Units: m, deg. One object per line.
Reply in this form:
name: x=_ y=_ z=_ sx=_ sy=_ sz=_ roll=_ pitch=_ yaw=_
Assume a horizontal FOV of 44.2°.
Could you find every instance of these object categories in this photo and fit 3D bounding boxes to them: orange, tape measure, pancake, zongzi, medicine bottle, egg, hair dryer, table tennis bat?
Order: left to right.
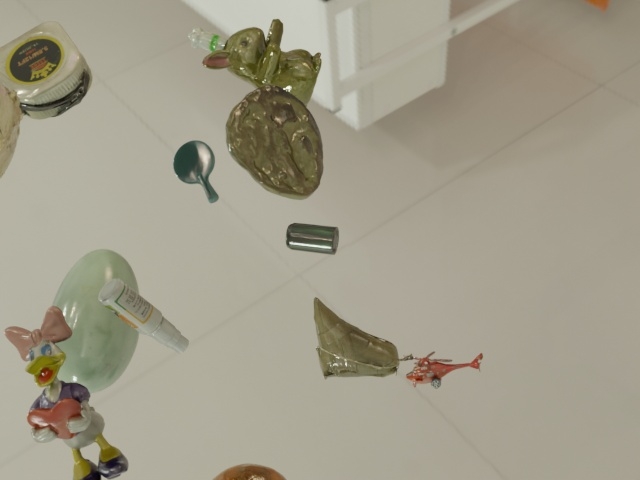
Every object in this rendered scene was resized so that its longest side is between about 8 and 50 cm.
tape measure: x=-0.718 y=-0.398 z=1.988 sx=0.231 sy=0.271 sz=0.133 roll=54 pitch=169 yaw=25
egg: x=-0.570 y=0.202 z=1.998 sx=0.230 sy=0.230 sz=0.370 roll=145 pitch=136 yaw=-69
medicine bottle: x=-0.370 y=0.161 z=1.654 sx=0.220 sy=0.061 sz=0.092 roll=45 pitch=166 yaw=-32
table tennis bat: x=-0.334 y=-0.186 z=2.165 sx=0.201 sy=0.124 sz=0.033 roll=59 pitch=-171 yaw=20
orange: x=-0.191 y=0.707 z=2.110 sx=0.171 sy=0.240 sz=0.240 roll=-101 pitch=-7 yaw=-58
pancake: x=-0.103 y=-0.236 z=1.877 sx=0.049 sy=0.294 sz=0.294 roll=-29 pitch=92 yaw=48
hair dryer: x=0.000 y=0.000 z=1.621 sx=0.198 sy=0.101 sz=0.056 roll=16 pitch=-98 yaw=-76
zongzi: x=0.082 y=0.184 z=1.533 sx=0.081 sy=0.189 sz=0.178 roll=-77 pitch=-17 yaw=-64

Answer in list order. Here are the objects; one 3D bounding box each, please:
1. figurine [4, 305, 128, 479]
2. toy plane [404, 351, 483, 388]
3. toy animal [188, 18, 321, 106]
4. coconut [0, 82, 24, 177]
figurine: x=-0.567 y=0.366 z=1.774 sx=0.193 sy=0.154 sz=0.420 roll=-99 pitch=-16 yaw=-79
toy plane: x=0.313 y=0.321 z=1.997 sx=0.126 sy=0.194 sz=0.077 roll=-127 pitch=22 yaw=-76
toy animal: x=-0.163 y=-0.491 z=2.087 sx=0.363 sy=0.180 sz=0.181 roll=26 pitch=-154 yaw=-17
coconut: x=-0.622 y=-0.199 z=1.249 sx=0.297 sy=0.254 sz=0.297 roll=46 pitch=177 yaw=3
